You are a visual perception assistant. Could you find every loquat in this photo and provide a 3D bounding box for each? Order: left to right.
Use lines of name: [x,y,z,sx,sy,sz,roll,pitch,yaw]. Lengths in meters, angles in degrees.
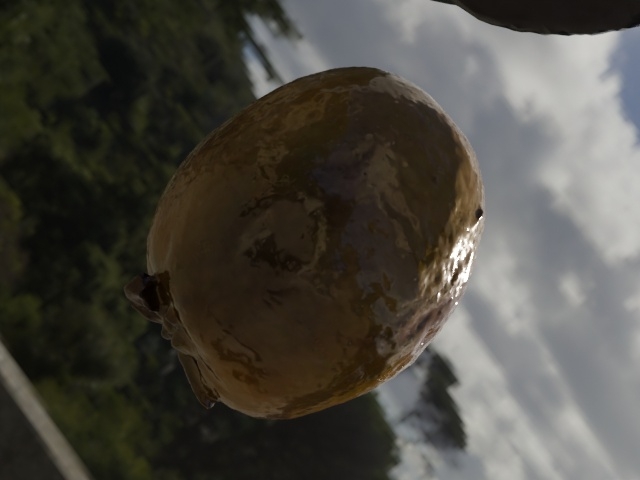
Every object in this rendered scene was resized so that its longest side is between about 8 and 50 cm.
loquat: [0.000,0.000,1.048,0.193,0.238,0.238,55,-5,-13]

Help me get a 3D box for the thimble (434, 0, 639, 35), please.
thimble: [0.064,-0.174,0.415,0.237,0.237,0.150,54,35,-7]
